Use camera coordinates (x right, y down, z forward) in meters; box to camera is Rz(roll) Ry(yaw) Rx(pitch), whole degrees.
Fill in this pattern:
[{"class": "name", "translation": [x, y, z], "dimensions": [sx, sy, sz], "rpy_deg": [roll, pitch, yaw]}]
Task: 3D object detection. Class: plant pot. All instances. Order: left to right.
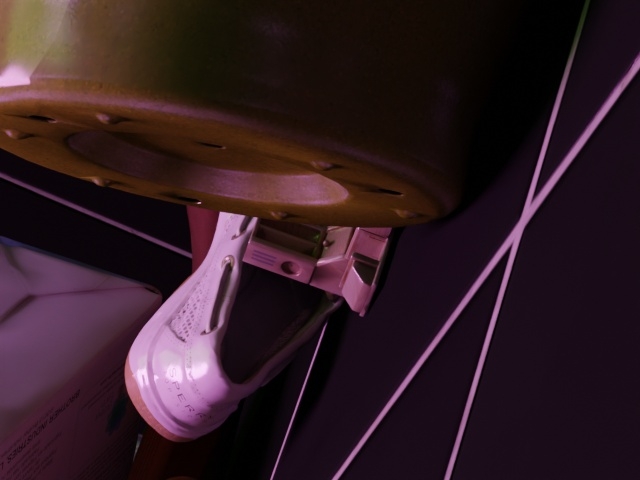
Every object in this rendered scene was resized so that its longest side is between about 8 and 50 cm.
[{"class": "plant pot", "translation": [-0.020, -0.199, 0.941], "dimensions": [0.366, 0.366, 0.353], "rpy_deg": [136, 145, -79]}]

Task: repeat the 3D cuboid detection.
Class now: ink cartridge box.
[{"class": "ink cartridge box", "translation": [-0.258, 0.233, 1.420], "dimensions": [0.270, 0.151, 0.395], "rpy_deg": [-45, -30, -59]}]

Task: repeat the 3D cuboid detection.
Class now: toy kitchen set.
[{"class": "toy kitchen set", "translation": [0.000, 0.000, 1.119], "dimensions": [0.083, 0.075, 0.068], "rpy_deg": [112, 177, -48]}]

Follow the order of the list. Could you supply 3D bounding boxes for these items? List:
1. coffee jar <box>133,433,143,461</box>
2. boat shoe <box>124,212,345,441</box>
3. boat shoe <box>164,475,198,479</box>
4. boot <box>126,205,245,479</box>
[{"class": "coffee jar", "translation": [-0.172, 0.260, 1.705], "dimensions": [0.079, 0.096, 0.184], "rpy_deg": [44, -117, -52]}, {"class": "boat shoe", "translation": [-0.016, 0.011, 1.250], "dimensions": [0.096, 0.098, 0.277], "rpy_deg": [-22, 29, 45]}, {"class": "boat shoe", "translation": [-0.108, 0.236, 1.225], "dimensions": [0.207, 0.073, 0.073], "rpy_deg": [-72, 9, -50]}, {"class": "boot", "translation": [-0.091, 0.052, 1.414], "dimensions": [0.280, 0.096, 0.264], "rpy_deg": [-67, -15, -3]}]
